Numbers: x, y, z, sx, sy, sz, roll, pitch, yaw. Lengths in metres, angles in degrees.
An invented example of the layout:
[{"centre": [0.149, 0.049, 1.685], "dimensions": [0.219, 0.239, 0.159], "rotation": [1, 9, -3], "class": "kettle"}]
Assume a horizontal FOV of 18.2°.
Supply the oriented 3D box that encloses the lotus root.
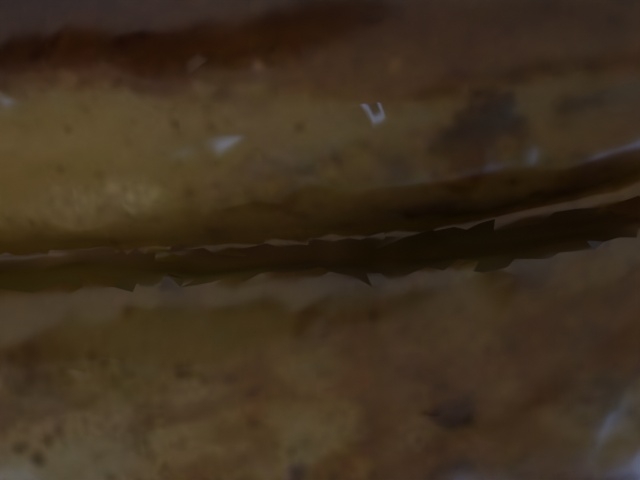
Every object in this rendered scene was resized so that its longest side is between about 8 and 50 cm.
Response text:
[{"centre": [0.000, 0.002, 0.463], "dimensions": [0.291, 0.193, 0.193], "rotation": [-7, -133, -1], "class": "lotus root"}]
